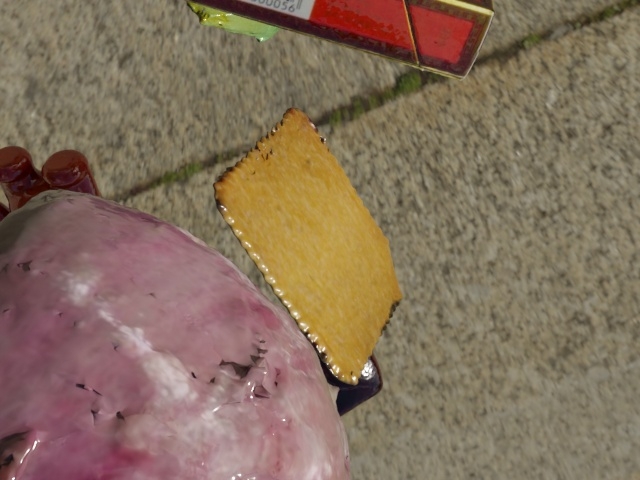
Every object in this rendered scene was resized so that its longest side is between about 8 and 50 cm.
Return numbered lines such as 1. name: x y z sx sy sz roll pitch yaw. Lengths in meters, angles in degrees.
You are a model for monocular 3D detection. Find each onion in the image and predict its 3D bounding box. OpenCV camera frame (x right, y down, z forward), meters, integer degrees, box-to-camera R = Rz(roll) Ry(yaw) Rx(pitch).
1. onion: -0.071 0.144 0.431 0.159 0.349 0.267 26 80 9

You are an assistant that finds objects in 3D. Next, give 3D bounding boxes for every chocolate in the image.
1. chocolate: 0.019 0.177 1.425 0.125 0.080 0.149 23 101 -15

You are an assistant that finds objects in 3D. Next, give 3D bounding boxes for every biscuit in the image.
1. biscuit: 0.000 0.000 1.115 0.013 0.232 0.237 -26 105 31

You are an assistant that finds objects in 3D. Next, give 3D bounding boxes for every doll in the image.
1. doll: -0.297 0.033 1.366 0.199 0.105 0.336 5 133 18

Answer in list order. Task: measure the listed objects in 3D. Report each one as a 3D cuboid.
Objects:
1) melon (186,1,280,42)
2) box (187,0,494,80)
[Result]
1. melon: -0.146 -0.287 1.102 0.262 0.114 0.053 43 136 -3
2. box: 0.008 -0.218 0.855 0.239 0.153 0.074 15 127 -8
